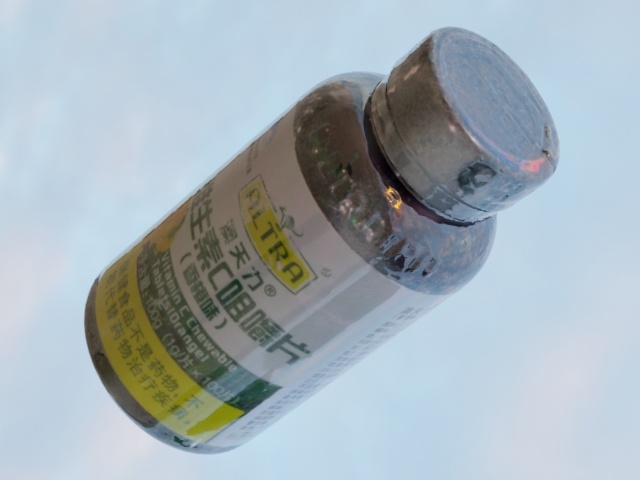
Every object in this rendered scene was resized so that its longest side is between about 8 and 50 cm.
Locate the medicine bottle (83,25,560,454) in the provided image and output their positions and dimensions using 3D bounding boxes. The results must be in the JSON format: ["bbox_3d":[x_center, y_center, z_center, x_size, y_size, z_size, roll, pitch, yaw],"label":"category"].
[{"bbox_3d":[0.000,0.000,1.035,0.293,0.141,0.141,-38,-143,33],"label":"medicine bottle"}]
